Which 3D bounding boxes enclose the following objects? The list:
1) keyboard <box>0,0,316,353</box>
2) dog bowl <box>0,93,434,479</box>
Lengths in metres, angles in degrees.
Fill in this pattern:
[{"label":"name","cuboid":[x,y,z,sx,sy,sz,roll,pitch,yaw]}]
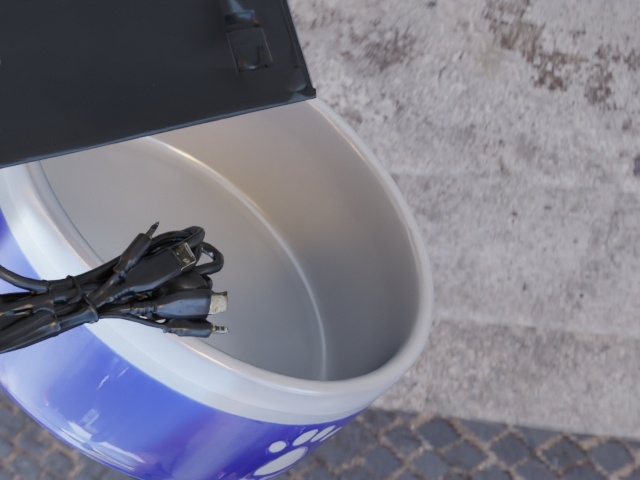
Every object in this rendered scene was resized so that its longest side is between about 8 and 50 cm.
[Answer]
[{"label":"keyboard","cuboid":[-0.138,-0.040,0.426,0.033,0.317,0.201,-18,89,58]},{"label":"dog bowl","cuboid":[-0.070,0.001,0.677,0.265,0.265,0.104,38,124,-7]}]
